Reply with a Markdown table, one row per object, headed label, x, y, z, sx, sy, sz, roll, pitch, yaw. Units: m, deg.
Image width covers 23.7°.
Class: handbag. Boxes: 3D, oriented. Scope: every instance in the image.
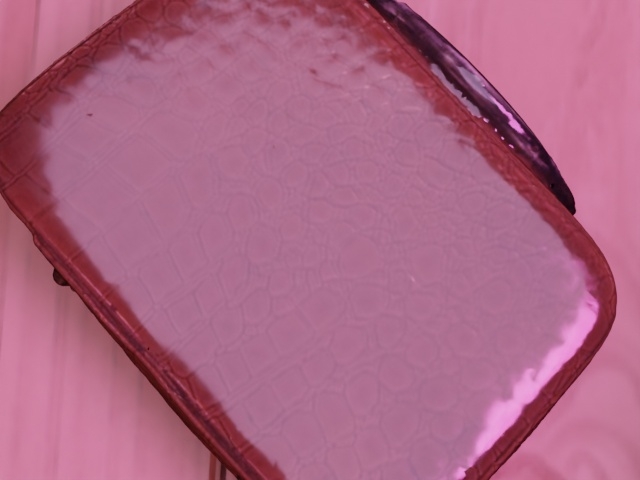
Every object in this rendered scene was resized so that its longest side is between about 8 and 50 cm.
| label | x | y | z | sx | sy | sz | roll | pitch | yaw |
| --- | --- | --- | --- | --- | --- | --- | --- | --- | --- |
| handbag | 0.000 | 0.000 | 0.509 | 0.151 | 0.072 | 0.193 | -40 | 82 | -6 |
